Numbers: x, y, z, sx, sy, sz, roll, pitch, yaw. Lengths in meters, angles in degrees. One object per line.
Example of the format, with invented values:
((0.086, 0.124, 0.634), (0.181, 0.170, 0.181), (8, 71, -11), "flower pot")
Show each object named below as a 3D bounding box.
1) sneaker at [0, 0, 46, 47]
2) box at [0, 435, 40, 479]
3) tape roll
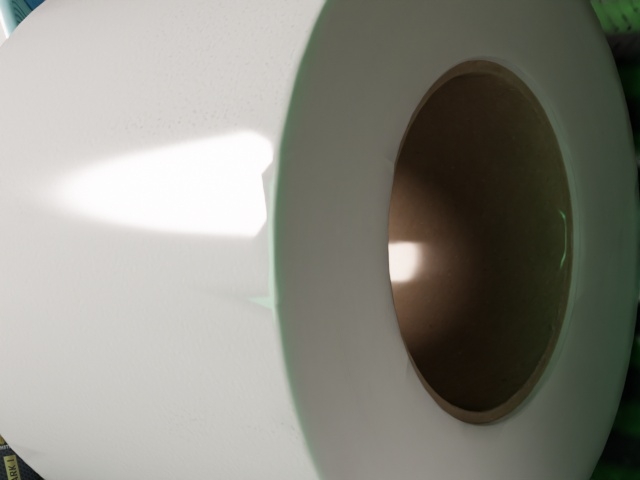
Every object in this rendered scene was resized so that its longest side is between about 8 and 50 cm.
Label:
((-0.215, -0.149, 0.708), (0.208, 0.127, 0.319), (-34, 61, 33), "sneaker")
((-0.280, 0.228, 0.814), (0.232, 0.059, 0.183), (-23, 76, 37), "box")
((0.000, 0.000, 0.455), (0.169, 0.246, 0.246), (1, 92, 39), "tape roll")
